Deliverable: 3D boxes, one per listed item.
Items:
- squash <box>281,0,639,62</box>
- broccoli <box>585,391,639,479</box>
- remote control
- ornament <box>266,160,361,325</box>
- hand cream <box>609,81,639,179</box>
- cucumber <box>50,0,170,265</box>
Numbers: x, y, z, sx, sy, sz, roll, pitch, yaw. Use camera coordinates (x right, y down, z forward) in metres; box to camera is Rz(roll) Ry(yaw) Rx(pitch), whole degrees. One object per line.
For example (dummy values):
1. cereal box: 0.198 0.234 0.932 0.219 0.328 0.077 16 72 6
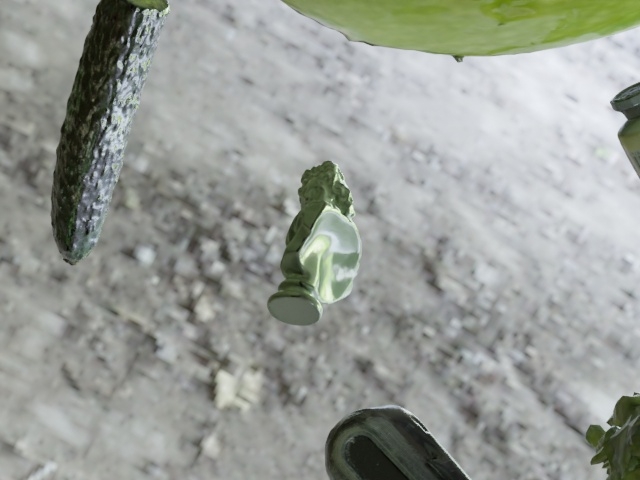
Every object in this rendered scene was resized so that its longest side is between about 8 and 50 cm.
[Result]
1. squash: 0.108 -0.183 0.488 0.233 0.309 0.210 51 36 -15
2. broccoli: 0.204 0.224 0.833 0.275 0.397 0.353 35 48 16
3. remote control: 0.097 0.230 1.294 0.266 0.090 0.066 47 17 28
4. ornament: -0.001 0.003 0.921 0.041 0.068 0.092 2 25 17
5. hand cream: 0.126 -0.006 0.568 0.102 0.022 0.035 61 -8 -13
6. cucumber: -0.202 -0.097 1.529 0.067 0.293 0.067 16 28 -9
